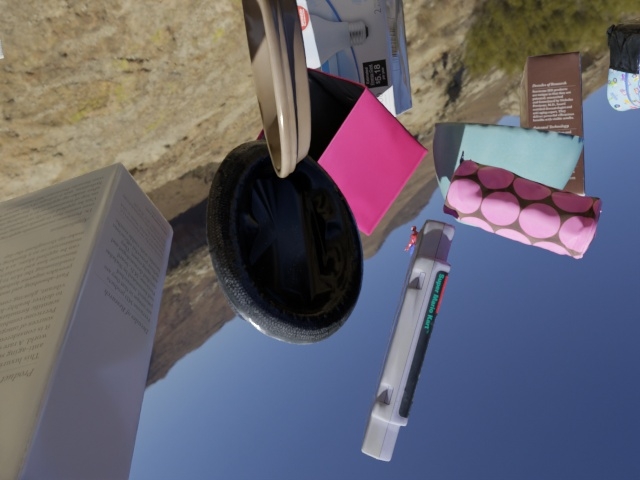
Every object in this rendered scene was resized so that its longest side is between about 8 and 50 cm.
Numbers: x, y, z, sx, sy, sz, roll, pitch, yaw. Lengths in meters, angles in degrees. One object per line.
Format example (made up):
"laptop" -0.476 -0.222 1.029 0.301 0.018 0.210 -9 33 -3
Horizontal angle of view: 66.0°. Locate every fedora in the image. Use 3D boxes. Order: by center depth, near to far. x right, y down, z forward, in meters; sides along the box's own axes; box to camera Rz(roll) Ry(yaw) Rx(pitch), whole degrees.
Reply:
"fedora" -0.078 0.012 0.799 0.152 0.334 0.334 -28 -171 43

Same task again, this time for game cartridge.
"game cartridge" 0.145 0.152 0.813 0.230 0.068 0.356 46 60 -85

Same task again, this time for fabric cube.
"fabric cube" 0.039 -0.212 1.166 0.254 0.258 0.259 -57 -137 5

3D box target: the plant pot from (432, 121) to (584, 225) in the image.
"plant pot" 0.366 -0.126 1.020 0.289 0.196 0.290 7 -170 -1

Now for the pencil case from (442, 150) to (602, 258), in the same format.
"pencil case" 0.287 -0.053 0.707 0.098 0.209 0.095 -46 149 -34

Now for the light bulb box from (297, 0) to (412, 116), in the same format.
"light bulb box" 0.058 -0.532 1.448 0.360 0.359 0.225 -1 -161 24

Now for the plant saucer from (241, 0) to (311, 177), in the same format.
"plant saucer" -0.056 -0.214 0.579 0.041 0.278 0.278 -12 180 -9

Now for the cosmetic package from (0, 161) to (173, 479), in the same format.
"cosmetic package" -0.352 0.122 0.634 0.229 0.162 0.454 -16 -136 10

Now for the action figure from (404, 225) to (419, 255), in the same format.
"action figure" 0.246 0.018 1.306 0.038 0.115 0.030 -11 -161 -41

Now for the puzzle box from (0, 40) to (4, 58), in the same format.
"puzzle box" -0.791 -0.535 0.939 0.272 0.052 0.409 -33 148 -44

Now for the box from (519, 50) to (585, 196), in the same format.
"box" 0.622 -0.287 1.340 0.142 0.382 0.191 2 173 16

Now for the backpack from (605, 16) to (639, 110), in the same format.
"backpack" 0.620 -0.325 0.914 0.158 0.174 0.117 -21 -149 -11
